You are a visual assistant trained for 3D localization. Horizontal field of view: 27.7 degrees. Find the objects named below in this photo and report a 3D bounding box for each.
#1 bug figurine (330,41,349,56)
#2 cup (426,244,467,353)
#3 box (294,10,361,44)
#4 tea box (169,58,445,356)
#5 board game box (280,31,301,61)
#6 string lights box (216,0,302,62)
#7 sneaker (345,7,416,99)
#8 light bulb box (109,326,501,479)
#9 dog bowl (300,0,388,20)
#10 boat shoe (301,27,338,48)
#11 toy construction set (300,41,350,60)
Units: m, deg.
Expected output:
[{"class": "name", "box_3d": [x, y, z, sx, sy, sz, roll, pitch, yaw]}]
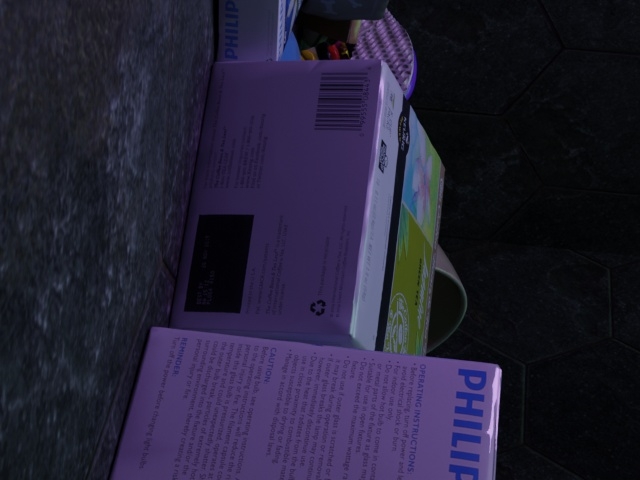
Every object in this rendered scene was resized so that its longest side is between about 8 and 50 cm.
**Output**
[{"class": "bug figurine", "box_3d": [0.038, -0.309, 2.633, 0.279, 0.072, 0.216, -66, 155, -57]}, {"class": "cup", "box_3d": [0.052, 0.043, 2.146, 0.331, 0.331, 0.237, 88, -10, -54]}, {"class": "box", "box_3d": [0.021, -0.417, 1.995, 0.164, 0.021, 0.201, 30, -65, 49]}, {"class": "tea box", "box_3d": [0.000, 0.000, 1.553, 0.323, 0.219, 0.329, 48, 47, -65]}, {"class": "board game box", "box_3d": [-0.081, -0.211, 1.682, 0.169, 0.033, 0.133, -49, 133, -44]}, {"class": "string lights box", "box_3d": [-0.066, -0.325, 1.578, 0.260, 0.076, 0.133, -76, 171, -56]}, {"class": "sneaker", "box_3d": [0.105, -0.278, 2.064, 0.293, 0.102, 0.146, -106, 169, -48]}, {"class": "light bulb box", "box_3d": [-0.007, 0.290, 1.360, 0.358, 0.361, 0.225, 88, 10, -53]}, {"class": "dog bowl", "box_3d": [0.023, -0.465, 1.772, 0.349, 0.102, 0.349, 177, -90, -80]}, {"class": "boat shoe", "box_3d": [0.138, -0.511, 2.282, 0.500, 0.156, 0.187, -54, -173, -26]}, {"class": "toy construction set", "box_3d": [0.009, -0.196, 2.074, 0.328, 0.151, 0.215, 114, -42, -85]}]
